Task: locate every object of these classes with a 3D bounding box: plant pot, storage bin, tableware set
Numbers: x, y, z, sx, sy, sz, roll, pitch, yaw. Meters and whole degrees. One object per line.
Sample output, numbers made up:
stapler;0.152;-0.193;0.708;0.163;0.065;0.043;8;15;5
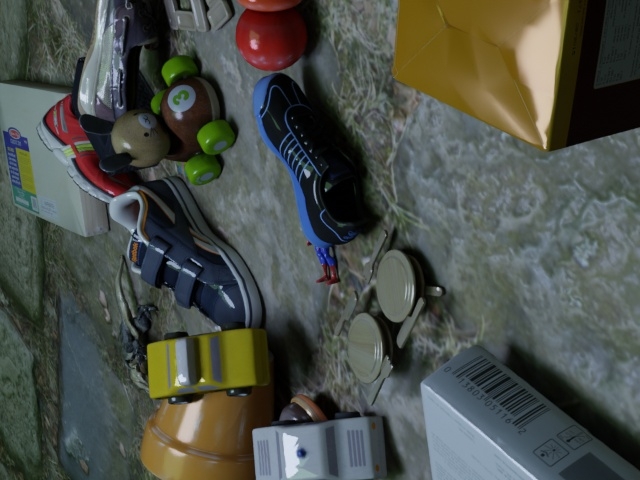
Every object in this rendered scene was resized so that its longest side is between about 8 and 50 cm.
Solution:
plant pot;-0.150;0.246;1.681;0.205;0.205;0.187;29;111;50
storage bin;-0.333;-0.209;1.865;0.180;0.084;0.122;58;145;27
tableware set;0.084;0.093;1.375;0.128;0.039;0.194;64;143;40

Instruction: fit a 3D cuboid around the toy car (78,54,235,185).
toy car;-0.248;-0.161;1.647;0.155;0.188;0.149;60;146;22

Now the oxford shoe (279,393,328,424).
oxford shoe;-0.036;0.393;1.601;0.130;0.133;0.363;24;122;53

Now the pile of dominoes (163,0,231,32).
pile of dominoes;-0.180;-0.418;1.598;0.196;0.040;0.251;22;129;53

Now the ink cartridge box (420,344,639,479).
ink cartridge box;0.249;0.339;1.208;0.308;0.091;0.385;38;150;44

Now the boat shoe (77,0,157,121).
boat shoe;-0.289;-0.312;1.700;0.103;0.092;0.285;-66;-8;-76

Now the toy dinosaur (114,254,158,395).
toy dinosaur;-0.336;0.163;2.056;0.118;0.064;0.268;5;104;64

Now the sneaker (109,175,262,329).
sneaker;-0.215;0.035;1.746;0.321;0.128;0.126;50;140;33

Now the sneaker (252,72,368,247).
sneaker;-0.006;-0.107;1.398;0.090;0.081;0.232;-23;90;56

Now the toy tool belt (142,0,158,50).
toy tool belt;-0.289;-0.334;1.771;0.052;0.051;0.083;-6;98;59

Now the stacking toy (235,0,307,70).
stacking toy;-0.064;-0.360;1.345;0.141;0.141;0.330;38;139;45

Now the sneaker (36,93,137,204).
sneaker;-0.379;-0.153;1.952;0.279;0.107;0.118;44;99;21

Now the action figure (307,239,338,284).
action figure;0.000;0.000;1.478;0.038;0.030;0.115;13;112;61

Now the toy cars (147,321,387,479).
toy cars;-0.091;0.222;1.514;0.394;0.087;0.176;34;96;25

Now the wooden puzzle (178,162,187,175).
wooden puzzle;-0.210;-0.125;1.778;0.083;0.006;0.049;28;126;50

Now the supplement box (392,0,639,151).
supplement box;0.195;-0.180;0.925;0.191;0.194;0.129;36;132;46

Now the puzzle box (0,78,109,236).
puzzle box;-0.535;-0.174;2.235;0.409;0.052;0.272;18;118;54
